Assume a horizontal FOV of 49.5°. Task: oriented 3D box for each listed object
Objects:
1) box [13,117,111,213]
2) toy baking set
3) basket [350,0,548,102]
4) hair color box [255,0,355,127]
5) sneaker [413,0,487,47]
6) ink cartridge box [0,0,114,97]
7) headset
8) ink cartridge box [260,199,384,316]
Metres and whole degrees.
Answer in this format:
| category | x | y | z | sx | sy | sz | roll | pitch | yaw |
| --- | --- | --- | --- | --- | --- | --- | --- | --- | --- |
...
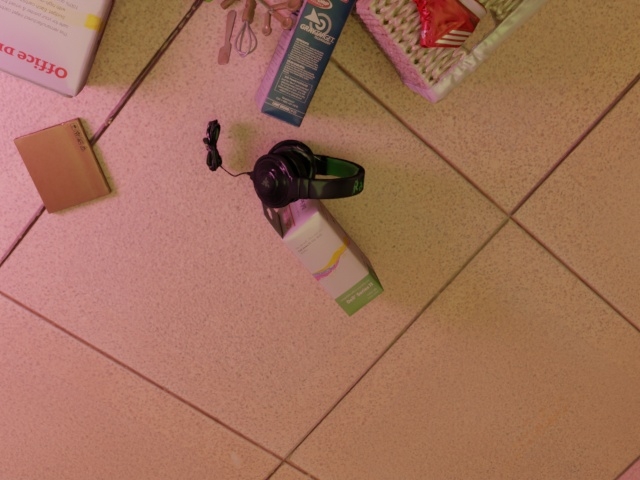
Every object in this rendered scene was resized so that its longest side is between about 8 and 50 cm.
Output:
| category | x | y | z | sx | sy | sz | roll | pitch | yaw |
| --- | --- | --- | --- | --- | --- | --- | --- | --- | --- |
| box | -0.630 | -0.181 | 1.701 | 0.164 | 0.021 | 0.201 | -18 | 113 | -2 |
| toy baking set | -0.152 | -0.518 | 1.572 | 0.256 | 0.196 | 0.030 | -31 | 150 | 16 |
| basket | 0.263 | -0.527 | 1.548 | 0.328 | 0.331 | 0.266 | -43 | 110 | 9 |
| hair color box | -0.034 | -0.452 | 1.610 | 0.105 | 0.174 | 0.347 | 20 | 107 | -17 |
| sneaker | 0.207 | -0.455 | 1.360 | 0.221 | 0.087 | 0.128 | 30 | 101 | -10 |
| ink cartridge box | -0.592 | -0.543 | 1.490 | 0.279 | 0.160 | 0.384 | 21 | 106 | -16 |
| headset | -0.088 | -0.190 | 1.681 | 0.394 | 0.243 | 0.185 | 6 | 110 | 10 |
| ink cartridge box | 0.000 | 0.000 | 1.774 | 0.119 | 0.207 | 0.353 | -37 | 113 | 7 |
